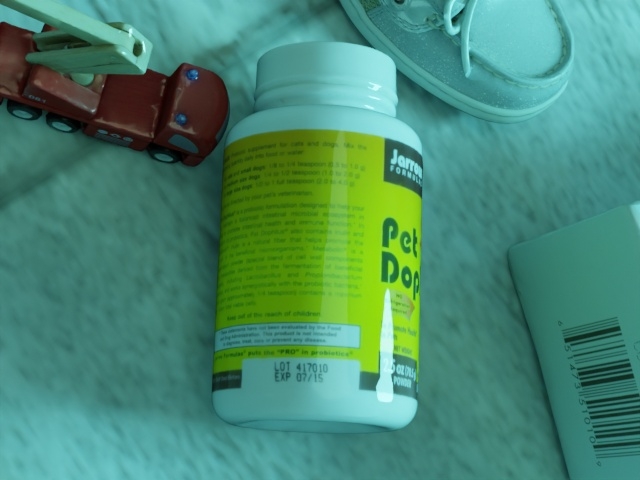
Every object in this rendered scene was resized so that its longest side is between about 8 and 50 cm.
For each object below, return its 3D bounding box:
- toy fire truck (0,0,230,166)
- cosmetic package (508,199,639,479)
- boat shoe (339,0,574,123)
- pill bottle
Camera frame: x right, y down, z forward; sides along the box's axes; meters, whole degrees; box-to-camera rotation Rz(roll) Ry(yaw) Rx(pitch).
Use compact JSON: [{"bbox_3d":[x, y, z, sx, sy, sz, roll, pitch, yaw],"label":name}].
[{"bbox_3d":[-0.132,-0.100,0.732,0.192,0.135,0.047,17,74,-16],"label":"toy fire truck"},{"bbox_3d":[0.342,0.048,0.872,0.385,0.156,0.217,-12,84,-23],"label":"cosmetic package"},{"bbox_3d":[0.057,-0.217,0.844,0.118,0.103,0.320,-34,92,-23],"label":"boat shoe"},{"bbox_3d":[0.000,0.000,0.771,0.117,0.117,0.215,6,77,-19],"label":"pill bottle"}]
